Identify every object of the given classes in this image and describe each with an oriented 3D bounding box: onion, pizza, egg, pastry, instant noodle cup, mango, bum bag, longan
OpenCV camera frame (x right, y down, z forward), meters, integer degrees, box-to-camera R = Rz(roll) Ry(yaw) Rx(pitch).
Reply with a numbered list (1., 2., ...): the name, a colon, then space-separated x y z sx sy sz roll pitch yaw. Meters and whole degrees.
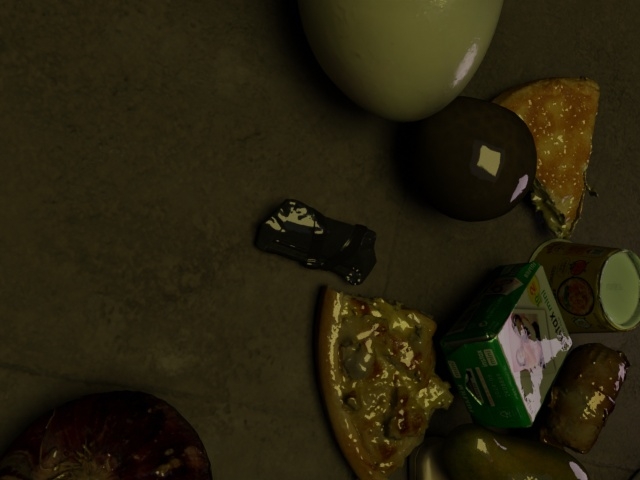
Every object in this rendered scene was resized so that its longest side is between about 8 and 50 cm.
1. onion: -0.239 0.288 0.771 0.246 0.190 0.246 4 67 -9
2. pizza: 0.388 -0.138 1.218 0.279 0.075 0.288 -11 96 -26
3. egg: 0.105 -0.334 0.936 0.283 0.283 0.345 -7 99 -30
4. pizza: 0.106 0.206 1.035 0.223 0.089 0.324 -15 97 -27
5. pastry: 0.443 0.272 1.177 0.229 0.100 0.218 -55 151 -25
6. instant noodle cup: 0.473 0.084 1.215 0.182 0.144 0.182 1 87 -30
7. mango: 0.294 0.359 1.056 0.289 0.146 0.129 25 63 -18
8. bum bag: 0.000 0.000 1.001 0.197 0.049 0.087 20 103 -29
9. longan: 0.230 -0.122 1.059 0.212 0.198 0.198 4 87 -45

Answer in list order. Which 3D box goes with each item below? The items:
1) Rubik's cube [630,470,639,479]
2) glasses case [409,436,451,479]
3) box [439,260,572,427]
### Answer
1. Rubik's cube: 0.666 0.625 1.228 0.290 0.291 0.292 -29 102 -28
2. glasses case: 0.183 0.411 1.091 0.083 0.050 0.196 -3 90 -33
3. box: 0.298 0.160 1.098 0.250 0.103 0.180 -39 110 -45
